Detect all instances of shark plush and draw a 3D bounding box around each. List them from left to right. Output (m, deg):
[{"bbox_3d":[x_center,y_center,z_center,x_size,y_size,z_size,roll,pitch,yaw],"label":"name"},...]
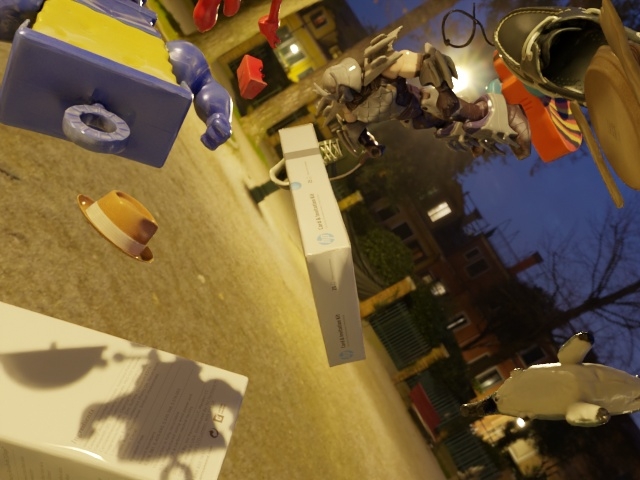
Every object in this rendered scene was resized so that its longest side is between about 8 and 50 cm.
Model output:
[{"bbox_3d":[0.197,0.147,0.459,0.067,0.161,0.073,31,37,-34],"label":"shark plush"}]

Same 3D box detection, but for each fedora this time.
[{"bbox_3d":[-0.396,-0.041,1.069,0.194,0.079,0.194,46,0,0],"label":"fedora"}]

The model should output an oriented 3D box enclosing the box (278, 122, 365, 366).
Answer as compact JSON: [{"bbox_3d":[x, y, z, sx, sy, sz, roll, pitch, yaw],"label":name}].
[{"bbox_3d":[0.000,0.000,0.496,0.186,0.038,0.145,-106,-176,-47],"label":"box"}]

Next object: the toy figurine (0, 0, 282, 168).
[{"bbox_3d":[-0.163,-0.154,0.343,0.362,0.191,0.217,16,44,-35],"label":"toy figurine"}]

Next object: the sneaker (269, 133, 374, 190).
[{"bbox_3d":[-0.005,-0.137,0.914,0.086,0.192,0.064,5,64,-59],"label":"sneaker"}]

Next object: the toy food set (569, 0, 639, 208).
[{"bbox_3d":[0.250,-0.100,0.420,0.192,0.038,0.132,20,50,-69],"label":"toy food set"}]

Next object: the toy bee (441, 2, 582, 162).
[{"bbox_3d":[0.361,-0.292,0.897,0.195,0.162,0.298,3,-50,48],"label":"toy bee"}]

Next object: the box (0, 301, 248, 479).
[{"bbox_3d":[-0.295,0.254,0.690,0.168,0.345,0.215,-75,-176,-50],"label":"box"}]

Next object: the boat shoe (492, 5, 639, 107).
[{"bbox_3d":[0.302,-0.225,0.628,0.091,0.114,0.302,12,24,-35],"label":"boat shoe"}]

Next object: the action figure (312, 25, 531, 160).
[{"bbox_3d":[0.118,-0.157,0.628,0.185,0.285,0.099,-10,-103,59],"label":"action figure"}]
